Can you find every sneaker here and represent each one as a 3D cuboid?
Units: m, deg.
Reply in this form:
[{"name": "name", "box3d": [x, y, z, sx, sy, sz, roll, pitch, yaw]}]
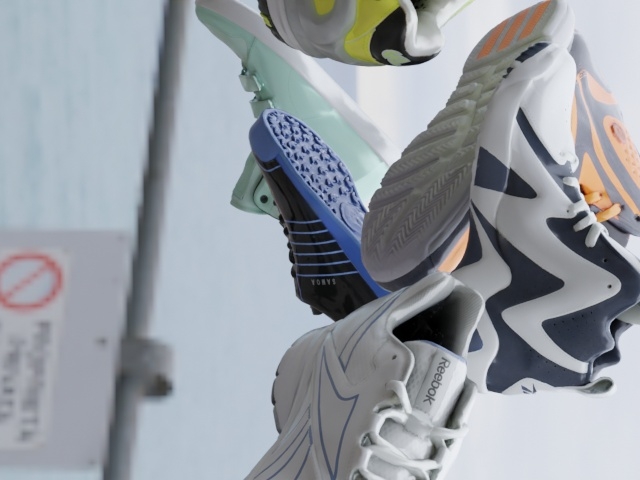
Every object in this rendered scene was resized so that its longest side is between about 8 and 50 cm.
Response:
[{"name": "sneaker", "box3d": [0.000, 0.000, 1.664, 0.232, 0.090, 0.081, 54, 30, 12]}, {"name": "sneaker", "box3d": [0.159, -0.031, 1.466, 0.180, 0.124, 0.321, 52, 48, -18]}, {"name": "sneaker", "box3d": [0.125, -0.268, 1.379, 0.385, 0.147, 0.145, -54, 138, -6]}, {"name": "sneaker", "box3d": [0.023, 0.121, 1.099, 0.129, 0.111, 0.297, -43, -159, 34]}, {"name": "sneaker", "box3d": [0.171, -0.005, 1.277, 0.094, 0.153, 0.235, 53, 52, -68]}, {"name": "sneaker", "box3d": [-0.056, -0.111, 1.860, 0.256, 0.151, 0.094, 45, 1, -7]}]
